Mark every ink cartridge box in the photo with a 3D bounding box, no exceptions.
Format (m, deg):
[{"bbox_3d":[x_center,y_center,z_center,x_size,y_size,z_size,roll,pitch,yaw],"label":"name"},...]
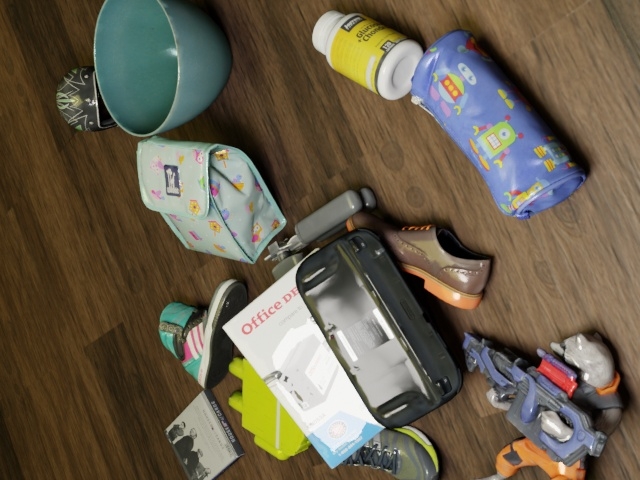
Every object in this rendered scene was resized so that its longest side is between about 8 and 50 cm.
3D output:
[{"bbox_3d":[0.016,0.196,1.436,0.223,0.129,0.307,-39,83,6],"label":"ink cartridge box"}]

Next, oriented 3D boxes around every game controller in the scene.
[{"bbox_3d":[0.092,0.142,1.342,0.166,0.067,0.319,-33,83,15],"label":"game controller"}]

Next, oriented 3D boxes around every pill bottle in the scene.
[{"bbox_3d":[0.074,-0.314,1.370,0.184,0.103,0.103,36,124,33],"label":"pill bottle"}]

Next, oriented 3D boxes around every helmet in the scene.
[{"bbox_3d":[-0.539,-0.333,1.943,0.169,0.161,0.170,14,111,42],"label":"helmet"}]

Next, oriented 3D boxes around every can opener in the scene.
[{"bbox_3d":[0.000,0.000,1.548,0.283,0.076,0.095,-32,75,43],"label":"can opener"}]

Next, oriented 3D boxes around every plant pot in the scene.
[{"bbox_3d":[-0.294,-0.364,1.663,0.290,0.195,0.290,15,111,42],"label":"plant pot"}]

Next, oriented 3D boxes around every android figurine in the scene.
[{"bbox_3d":[-0.094,0.347,1.751,0.272,0.056,0.248,17,112,42],"label":"android figurine"}]

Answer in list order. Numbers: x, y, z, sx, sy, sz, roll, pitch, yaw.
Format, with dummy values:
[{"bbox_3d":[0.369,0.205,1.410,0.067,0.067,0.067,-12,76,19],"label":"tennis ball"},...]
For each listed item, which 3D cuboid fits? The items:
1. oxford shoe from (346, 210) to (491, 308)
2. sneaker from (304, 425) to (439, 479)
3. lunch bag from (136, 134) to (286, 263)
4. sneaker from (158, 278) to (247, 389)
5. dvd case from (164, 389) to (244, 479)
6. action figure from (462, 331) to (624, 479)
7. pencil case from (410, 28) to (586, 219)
[{"bbox_3d":[0.165,0.005,1.379,0.271,0.097,0.098,31,117,24],"label":"oxford shoe"},{"bbox_3d":[0.088,0.388,1.530,0.299,0.121,0.111,17,113,42],"label":"sneaker"},{"bbox_3d":[-0.227,-0.094,1.627,0.223,0.160,0.262,12,146,42],"label":"lunch bag"},{"bbox_3d":[-0.269,0.174,1.843,0.178,0.123,0.296,33,124,24],"label":"sneaker"},{"bbox_3d":[-0.286,0.488,2.003,0.239,0.029,0.179,-47,67,41],"label":"dvd case"},{"bbox_3d":[0.342,0.274,1.262,0.341,0.178,0.330,-125,48,-58],"label":"action figure"},{"bbox_3d":[0.250,-0.168,1.218,0.133,0.119,0.306,-39,70,13],"label":"pencil case"}]
